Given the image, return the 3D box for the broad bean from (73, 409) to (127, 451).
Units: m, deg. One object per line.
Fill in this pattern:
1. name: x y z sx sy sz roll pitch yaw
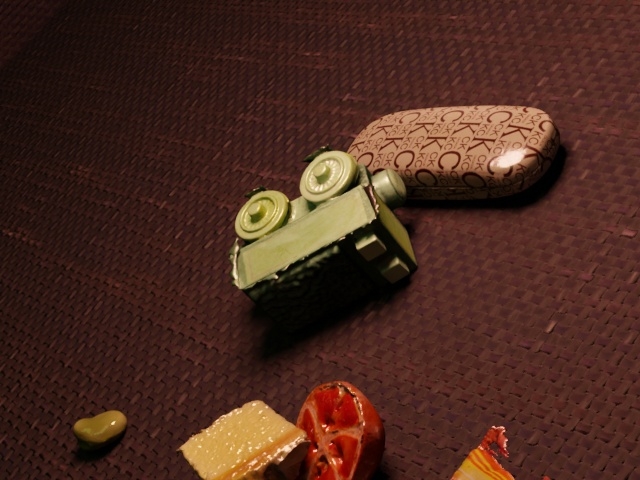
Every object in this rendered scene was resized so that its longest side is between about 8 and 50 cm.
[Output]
1. broad bean: -0.319 0.275 1.827 0.083 0.045 0.063 -18 26 15

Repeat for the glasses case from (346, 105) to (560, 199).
1. glasses case: 0.177 -0.124 1.794 0.354 0.085 0.137 2 49 45

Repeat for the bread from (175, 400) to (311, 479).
1. bread: -0.081 0.277 1.526 0.152 0.127 0.147 -43 30 -8

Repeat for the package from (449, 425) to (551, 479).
1. package: 0.139 0.338 1.256 0.288 0.108 0.223 -46 28 -1

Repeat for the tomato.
1. tomato: 0.031 0.244 1.490 0.155 0.069 0.156 -33 49 48

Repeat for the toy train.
1. toy train: 0.000 0.000 1.760 0.271 0.159 0.188 -28 44 15
